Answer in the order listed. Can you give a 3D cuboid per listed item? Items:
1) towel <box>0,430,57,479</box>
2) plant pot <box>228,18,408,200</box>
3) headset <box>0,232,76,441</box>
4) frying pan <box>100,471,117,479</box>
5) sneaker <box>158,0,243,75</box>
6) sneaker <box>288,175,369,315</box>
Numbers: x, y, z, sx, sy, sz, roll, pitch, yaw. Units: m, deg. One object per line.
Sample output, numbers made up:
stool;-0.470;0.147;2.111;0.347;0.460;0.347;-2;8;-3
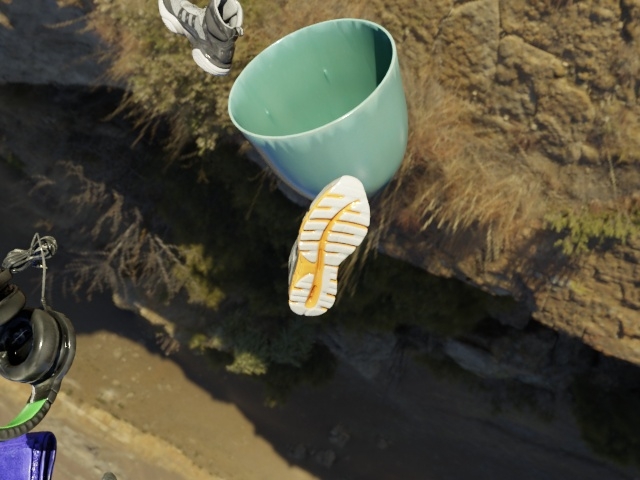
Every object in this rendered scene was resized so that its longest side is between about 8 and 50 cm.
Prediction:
towel;-0.655;0.492;1.261;0.308;0.227;0.076;-11;156;22
plant pot;0.023;-0.201;1.152;0.293;0.293;0.235;13;149;34
headset;-0.534;0.145;1.085;0.185;0.394;0.243;-17;131;23
frying pan;-0.260;0.466;0.762;0.326;0.197;0.053;60;150;4
sneaker;-0.264;-0.516;1.500;0.268;0.101;0.153;54;128;17
sneaker;0.000;0.000;0.879;0.084;0.083;0.215;12;124;-17
